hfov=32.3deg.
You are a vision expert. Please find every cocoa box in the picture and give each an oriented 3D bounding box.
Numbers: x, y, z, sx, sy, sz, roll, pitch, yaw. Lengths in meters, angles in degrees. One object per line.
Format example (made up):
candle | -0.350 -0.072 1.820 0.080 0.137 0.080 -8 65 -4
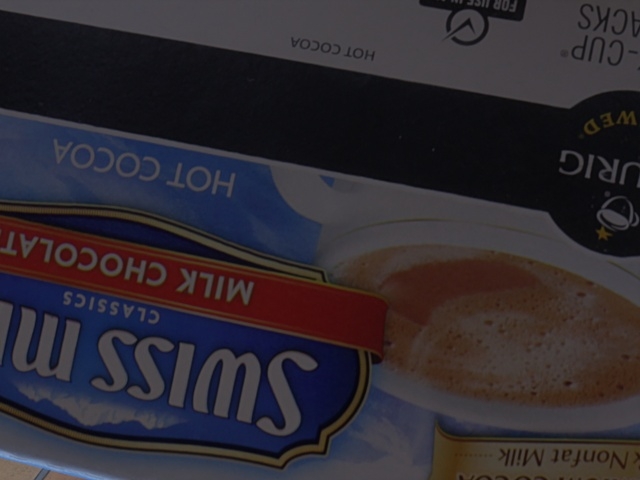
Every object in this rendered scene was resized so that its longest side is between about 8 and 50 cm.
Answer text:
cocoa box | 0.000 0.000 0.499 0.347 0.227 0.231 12 176 9
